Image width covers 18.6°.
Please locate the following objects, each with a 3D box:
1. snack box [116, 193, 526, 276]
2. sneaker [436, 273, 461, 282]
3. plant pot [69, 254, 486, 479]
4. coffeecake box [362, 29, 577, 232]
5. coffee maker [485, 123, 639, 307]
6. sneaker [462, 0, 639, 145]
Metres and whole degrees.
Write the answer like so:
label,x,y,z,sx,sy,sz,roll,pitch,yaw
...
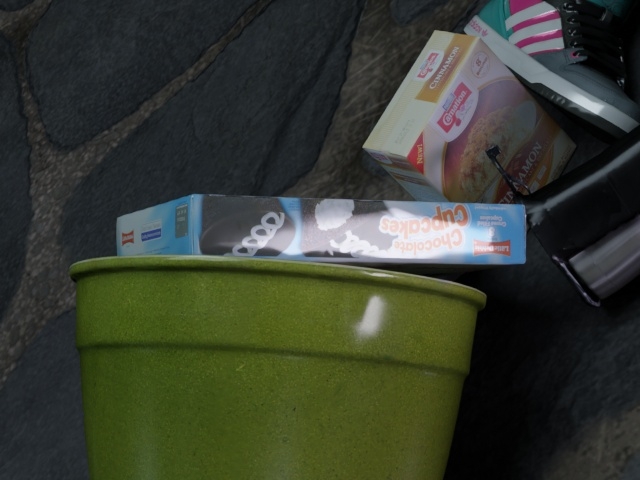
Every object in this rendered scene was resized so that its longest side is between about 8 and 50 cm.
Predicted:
label,x,y,z,sx,sy,sz,roll,pitch,yaw
snack box,0.000,0.000,1.751,0.187,0.322,0.060,168,102,-64
sneaker,0.066,0.041,1.949,0.190,0.071,0.083,-22,14,39
plant pot,-0.050,0.211,1.696,0.366,0.366,0.353,-3,79,42
coffeecake box,0.148,-0.092,1.909,0.068,0.185,0.142,16,69,49
coffee maker,0.273,-0.052,1.768,0.178,0.171,0.120,-36,23,13
sneaker,0.274,-0.215,1.959,0.178,0.124,0.295,-53,36,8
